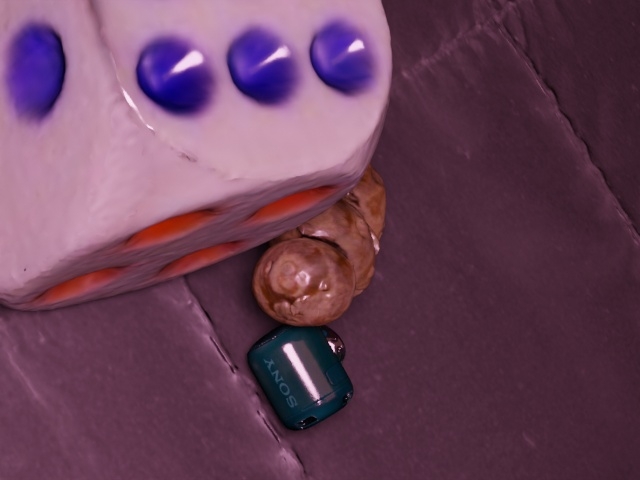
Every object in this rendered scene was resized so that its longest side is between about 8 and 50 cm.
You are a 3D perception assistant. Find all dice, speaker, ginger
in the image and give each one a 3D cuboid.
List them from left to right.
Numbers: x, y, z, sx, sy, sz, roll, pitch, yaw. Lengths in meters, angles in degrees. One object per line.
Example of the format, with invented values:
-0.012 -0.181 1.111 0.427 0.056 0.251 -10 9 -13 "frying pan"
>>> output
-0.119 -0.105 1.343 0.259 0.251 0.243 -9 75 -44 "dice"
-0.013 0.096 1.488 0.075 0.060 0.094 61 9 0 "speaker"
0.000 0.000 1.492 0.204 0.080 0.104 -70 149 -56 "ginger"
